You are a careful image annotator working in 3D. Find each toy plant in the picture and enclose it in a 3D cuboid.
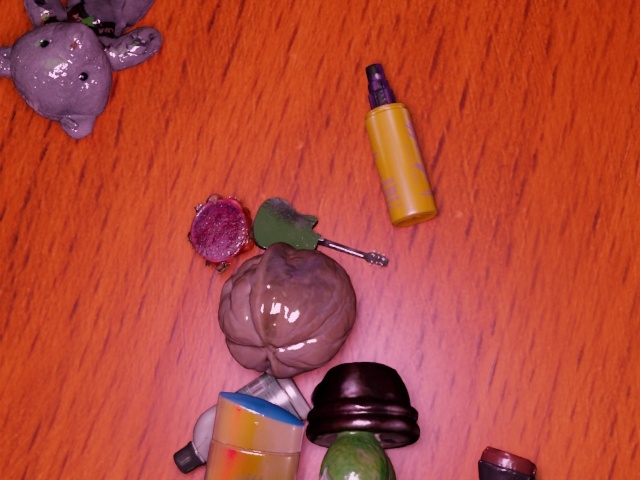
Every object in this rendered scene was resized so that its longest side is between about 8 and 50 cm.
[{"bbox_3d":[0.062,0.307,1.596,0.175,0.218,0.235,-4,69,12],"label":"toy plant"}]

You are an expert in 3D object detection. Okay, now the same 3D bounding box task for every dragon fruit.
[{"bbox_3d":[-0.157,-0.012,1.742,0.112,0.068,0.126,-39,69,2],"label":"dragon fruit"}]

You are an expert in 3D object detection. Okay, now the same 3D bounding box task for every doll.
[{"bbox_3d":[-0.396,-0.358,1.775,0.246,0.158,0.340,32,79,-4],"label":"doll"}]

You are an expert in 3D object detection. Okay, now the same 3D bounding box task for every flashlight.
[{"bbox_3d":[0.260,0.437,1.621,0.093,0.093,0.232,16,80,6],"label":"flashlight"}]

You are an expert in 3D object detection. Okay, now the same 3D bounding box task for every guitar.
[{"bbox_3d":[0.000,0.000,1.750,0.233,0.025,0.088,19,79,7],"label":"guitar"}]

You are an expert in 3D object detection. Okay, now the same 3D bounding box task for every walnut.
[{"bbox_3d":[-0.051,0.104,1.642,0.224,0.224,0.224,-1,79,3],"label":"walnut"}]

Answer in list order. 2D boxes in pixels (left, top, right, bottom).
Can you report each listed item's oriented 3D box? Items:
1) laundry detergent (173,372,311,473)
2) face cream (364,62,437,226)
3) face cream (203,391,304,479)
[{"bbox_3d":[-0.130,0.294,1.675,0.226,0.070,0.099,-33,86,-5],"label":"laundry detergent"},{"bbox_3d":[0.121,-0.162,1.751,0.078,0.078,0.273,-14,78,0],"label":"face cream"},{"bbox_3d":[-0.109,0.376,1.619,0.139,0.067,0.285,9,97,-2],"label":"face cream"}]
